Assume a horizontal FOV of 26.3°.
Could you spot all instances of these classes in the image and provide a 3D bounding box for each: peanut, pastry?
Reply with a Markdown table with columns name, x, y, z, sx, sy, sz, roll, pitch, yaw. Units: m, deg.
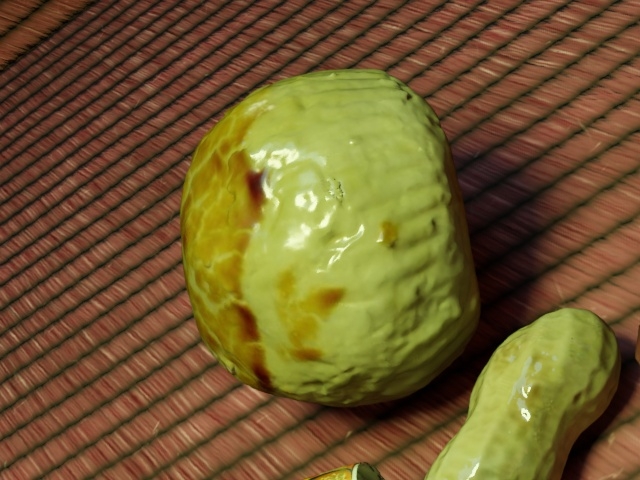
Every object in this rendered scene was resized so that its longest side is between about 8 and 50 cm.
| name | x | y | z | sx | sy | sz | roll | pitch | yaw |
| --- | --- | --- | --- | --- | --- | --- | --- | --- | --- |
| peanut | 0.192 | 0.190 | 1.348 | 0.130 | 0.130 | 0.290 | 10 | 60 | 50 |
| pastry | 0.000 | 0.000 | 1.512 | 0.312 | 0.389 | 0.388 | -15 | 36 | -5 |

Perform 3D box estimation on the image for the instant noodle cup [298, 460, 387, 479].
| name | x | y | z | sx | sy | sz | roll | pitch | yaw |
| --- | --- | --- | --- | --- | --- | --- | --- | --- | --- |
| instant noodle cup | -0.003 | 0.323 | 1.350 | 0.174 | 0.213 | 0.213 | -26 | 37 | 11 |

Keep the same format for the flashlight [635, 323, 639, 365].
| name | x | y | z | sx | sy | sz | roll | pitch | yaw |
| --- | --- | --- | --- | --- | --- | --- | --- | --- | --- |
| flashlight | 0.414 | 0.093 | 1.271 | 0.232 | 0.093 | 0.093 | -13 | 45 | 30 |
